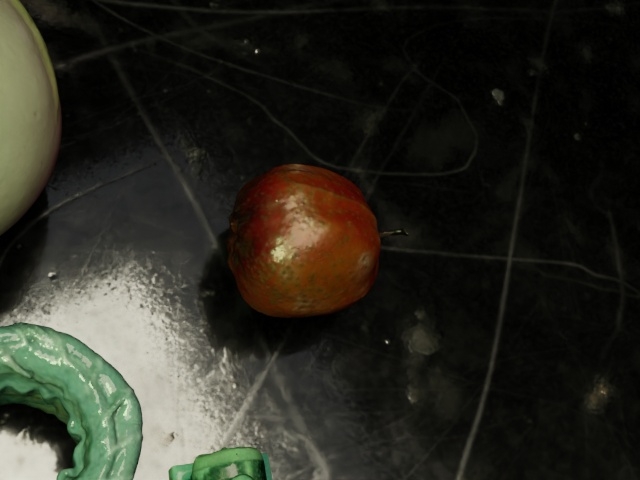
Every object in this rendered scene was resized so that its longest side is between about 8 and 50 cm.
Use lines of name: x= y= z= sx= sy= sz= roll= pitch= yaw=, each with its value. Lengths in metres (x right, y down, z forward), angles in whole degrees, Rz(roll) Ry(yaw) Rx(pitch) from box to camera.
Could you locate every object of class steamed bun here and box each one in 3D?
steamed bun: x=-0.359 y=-0.111 z=0.930 sx=0.309 sy=0.309 sz=0.309 roll=7 pitch=66 yaw=-15

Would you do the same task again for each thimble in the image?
thimble: x=-0.275 y=0.183 z=0.892 sx=0.235 sy=0.143 sz=0.198 roll=-3 pitch=68 yaw=-20

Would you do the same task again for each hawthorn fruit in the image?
hawthorn fruit: x=0.000 y=0.000 z=1.052 sx=0.194 sy=0.157 sz=0.157 roll=-2 pitch=69 yaw=-26

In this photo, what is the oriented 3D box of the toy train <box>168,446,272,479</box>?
toy train: x=-0.064 y=0.319 z=0.874 sx=0.120 sy=0.194 sz=0.298 roll=-4 pitch=69 yaw=-18
